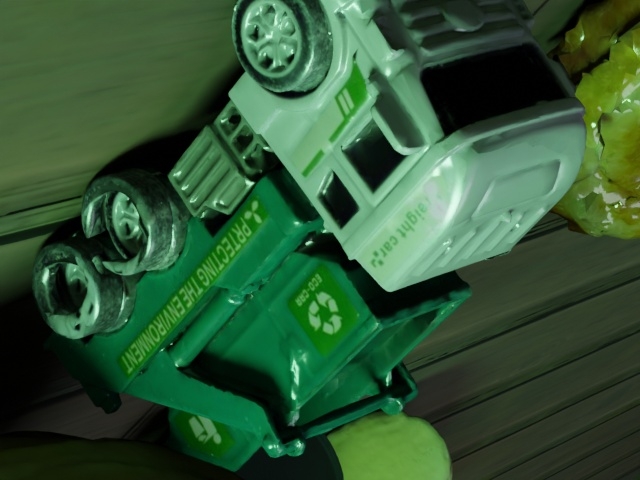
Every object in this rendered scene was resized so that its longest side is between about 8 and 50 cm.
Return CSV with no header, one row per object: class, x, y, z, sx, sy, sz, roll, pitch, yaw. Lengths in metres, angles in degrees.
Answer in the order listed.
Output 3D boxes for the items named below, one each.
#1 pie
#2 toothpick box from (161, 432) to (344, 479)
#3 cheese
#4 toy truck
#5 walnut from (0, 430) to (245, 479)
pie,0.221,-0.101,0.907,0.308,0.085,0.308,-31,164,-10
toothpick box,-0.067,0.159,1.071,0.101,0.101,0.153,-18,157,-47
cheese,0.034,0.187,1.388,0.123,0.094,0.167,-30,164,-10
toy truck,0.000,0.000,0.684,0.110,0.116,0.216,-18,158,-46
walnut,-0.121,0.212,0.737,0.333,0.333,0.333,-32,165,-10
